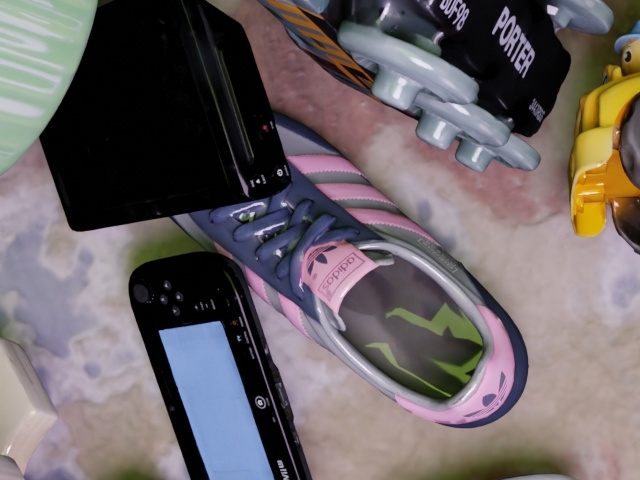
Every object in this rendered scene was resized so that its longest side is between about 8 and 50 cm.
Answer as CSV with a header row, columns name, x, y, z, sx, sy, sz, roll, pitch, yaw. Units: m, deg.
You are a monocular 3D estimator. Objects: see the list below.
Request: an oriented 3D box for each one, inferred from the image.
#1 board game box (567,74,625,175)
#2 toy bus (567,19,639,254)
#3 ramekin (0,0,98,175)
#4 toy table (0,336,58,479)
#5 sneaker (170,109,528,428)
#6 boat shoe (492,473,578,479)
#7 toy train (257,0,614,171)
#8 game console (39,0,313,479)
name,x,y,z,sx,sy,sz,roll,pitch,yaw
board game box,0.284,-0.098,0.856,0.160,0.039,0.212,29,89,7
toy bus,0.252,-0.107,0.777,0.220,0.149,0.212,-5,73,9
ramekin,-0.271,-0.166,0.804,0.303,0.148,0.304,-11,73,39
toy table,-0.198,0.196,0.796,0.161,0.252,0.274,-44,70,9
sneaker,0.000,0.000,0.831,0.319,0.131,0.112,35,93,10
boat shoe,0.066,0.198,0.841,0.226,0.076,0.083,-23,109,4
toy train,0.047,-0.141,0.748,0.190,0.334,0.142,28,92,21
game console,-0.078,0.027,0.821,0.044,0.213,0.361,-24,100,-37
